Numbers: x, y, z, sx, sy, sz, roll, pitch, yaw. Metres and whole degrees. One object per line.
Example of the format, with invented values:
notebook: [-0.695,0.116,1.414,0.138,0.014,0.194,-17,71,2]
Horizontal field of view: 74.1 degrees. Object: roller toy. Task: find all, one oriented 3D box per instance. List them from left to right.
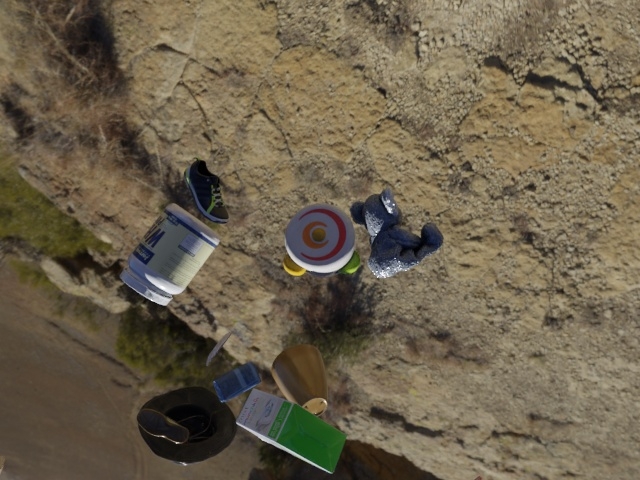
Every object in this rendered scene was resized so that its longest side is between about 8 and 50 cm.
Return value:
roller toy: [0.000,0.000,1.174,0.209,0.191,0.146,-6,165,6]

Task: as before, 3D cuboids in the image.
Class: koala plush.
koala plush: [0.185,-0.033,1.170,0.196,0.203,0.221,-16,104,54]

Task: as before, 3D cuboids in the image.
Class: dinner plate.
dinner plate: [-0.328,0.343,1.369,0.017,0.141,0.141,38,134,1]

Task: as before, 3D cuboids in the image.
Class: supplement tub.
supplement tub: [-0.557,0.052,1.580,0.235,0.325,0.235,34,171,6]

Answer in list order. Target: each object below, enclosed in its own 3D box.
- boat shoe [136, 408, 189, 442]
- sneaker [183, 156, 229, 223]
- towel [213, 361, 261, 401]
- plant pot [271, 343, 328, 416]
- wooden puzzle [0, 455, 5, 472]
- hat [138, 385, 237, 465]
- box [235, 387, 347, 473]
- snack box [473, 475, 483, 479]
boat shoe: [-0.433,0.507,1.157,0.152,0.056,0.049,39,150,-16]
sneaker: [-0.356,-0.162,1.350,0.097,0.084,0.234,-39,81,29]
towel: [-0.224,0.379,1.142,0.067,0.119,0.029,62,143,12]
plant pot: [-0.067,0.619,1.812,0.237,0.254,0.237,-9,121,-16]
wooden puzzle: [-0.621,0.510,0.680,0.044,0.238,0.221,25,100,-12]
hat: [-0.443,0.644,1.414,0.331,0.331,0.134,16,110,11]
box: [-0.094,0.602,1.344,0.262,0.126,0.231,43,151,-28]
snack box: [0.385,0.786,1.190,0.070,0.207,0.174,43,124,21]
